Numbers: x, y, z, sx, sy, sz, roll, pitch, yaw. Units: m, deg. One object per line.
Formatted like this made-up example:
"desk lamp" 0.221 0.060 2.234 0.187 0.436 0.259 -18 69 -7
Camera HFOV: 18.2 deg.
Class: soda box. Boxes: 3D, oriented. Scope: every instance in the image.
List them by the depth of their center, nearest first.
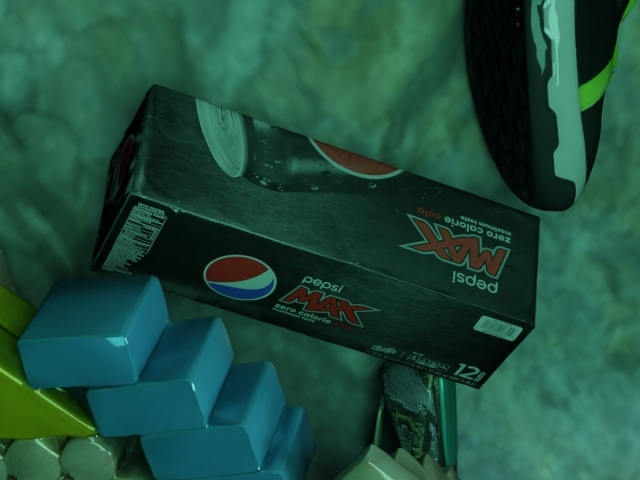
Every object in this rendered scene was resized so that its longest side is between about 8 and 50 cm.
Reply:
"soda box" 0.000 0.000 0.783 0.169 0.053 0.060 18 51 -15

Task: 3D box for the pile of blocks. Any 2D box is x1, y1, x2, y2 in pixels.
"pile of blocks" -0.026 0.084 0.761 0.362 0.112 0.149 40 121 -11

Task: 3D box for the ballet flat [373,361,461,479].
"ballet flat" 0.043 0.100 0.833 0.041 0.041 0.114 -11 101 -10

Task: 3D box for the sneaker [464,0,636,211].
"sneaker" 0.114 -0.127 0.781 0.097 0.084 0.234 -3 100 -12
